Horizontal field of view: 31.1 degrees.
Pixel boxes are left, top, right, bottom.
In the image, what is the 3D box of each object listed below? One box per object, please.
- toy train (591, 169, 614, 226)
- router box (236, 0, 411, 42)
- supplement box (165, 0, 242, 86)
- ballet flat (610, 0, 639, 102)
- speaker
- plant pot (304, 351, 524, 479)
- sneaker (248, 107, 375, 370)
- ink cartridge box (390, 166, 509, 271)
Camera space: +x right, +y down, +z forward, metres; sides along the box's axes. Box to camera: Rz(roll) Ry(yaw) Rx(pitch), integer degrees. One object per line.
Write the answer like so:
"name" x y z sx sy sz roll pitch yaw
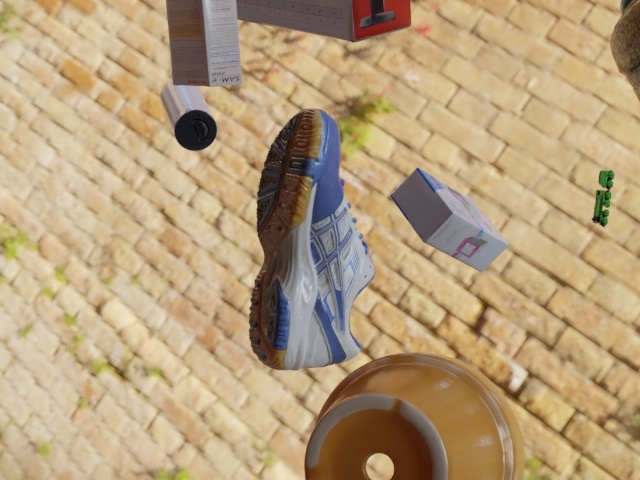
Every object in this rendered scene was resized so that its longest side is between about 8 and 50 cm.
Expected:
"toy train" 0.402 -0.060 1.635 0.024 0.083 0.017 8 -8 14
"router box" -0.052 -0.382 1.208 0.082 0.301 0.335 -21 28 -34
"supplement box" -0.101 -0.182 0.988 0.036 0.098 0.062 -13 16 -36
"ballet flat" 0.297 -0.086 0.618 0.349 0.123 0.123 -6 29 -35
"speaker" -0.167 -0.161 1.453 0.055 0.055 0.136 32 13 -27
"plant pot" 0.073 0.204 1.061 0.205 0.205 0.188 35 5 18
"sneaker" 0.000 0.000 1.310 0.131 0.296 0.112 4 10 -26
"ink cartridge box" 0.151 -0.023 1.341 0.122 0.052 0.088 27 23 -46
